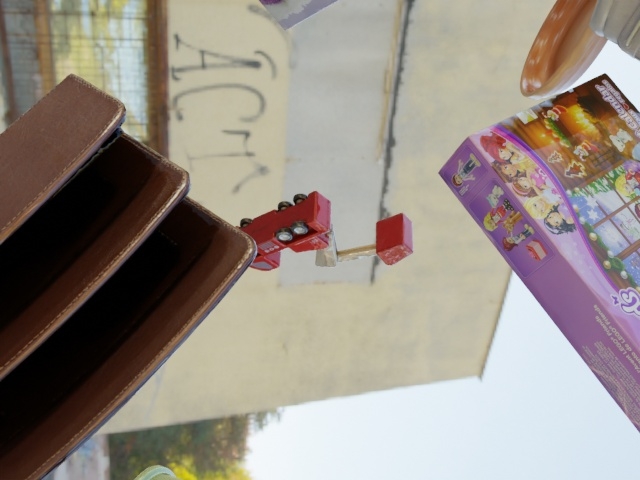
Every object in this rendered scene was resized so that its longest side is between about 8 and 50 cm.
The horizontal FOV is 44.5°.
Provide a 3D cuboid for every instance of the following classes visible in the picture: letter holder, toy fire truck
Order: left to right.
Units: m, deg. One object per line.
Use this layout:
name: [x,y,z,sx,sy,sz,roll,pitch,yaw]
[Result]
letter holder: [-0.233,0.036,0.650,0.214,0.302,0.152,31,-18,44]
toy fire truck: [0.000,0.000,0.941,0.192,0.135,0.047,-22,-130,33]

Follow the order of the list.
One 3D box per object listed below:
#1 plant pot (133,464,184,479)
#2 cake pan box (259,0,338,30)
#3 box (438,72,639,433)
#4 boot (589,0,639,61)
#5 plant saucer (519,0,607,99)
plant pot: [-0.146,0.483,1.122,0.276,0.254,0.276,5,90,-77]
cake pan box: [-0.018,-0.377,0.829,0.267,0.246,0.070,-14,-138,43]
box: [0.260,0.009,0.647,0.293,0.201,0.057,54,-35,13]
boot: [0.324,-0.276,0.693,0.123,0.095,0.258,39,-42,27]
plant saucer: [0.314,-0.259,0.956,0.200,0.037,0.200,-62,-173,13]
